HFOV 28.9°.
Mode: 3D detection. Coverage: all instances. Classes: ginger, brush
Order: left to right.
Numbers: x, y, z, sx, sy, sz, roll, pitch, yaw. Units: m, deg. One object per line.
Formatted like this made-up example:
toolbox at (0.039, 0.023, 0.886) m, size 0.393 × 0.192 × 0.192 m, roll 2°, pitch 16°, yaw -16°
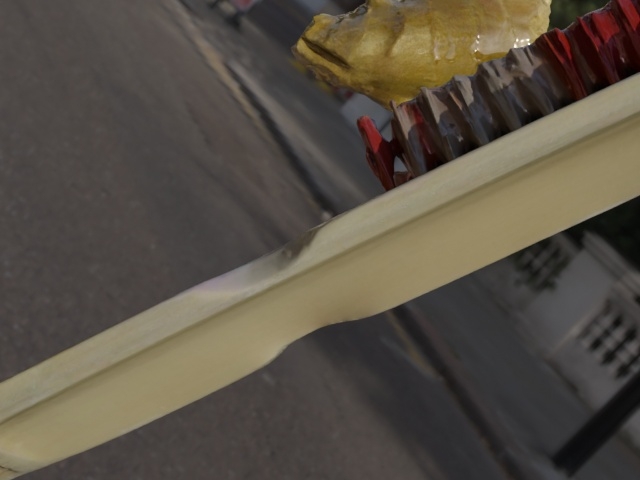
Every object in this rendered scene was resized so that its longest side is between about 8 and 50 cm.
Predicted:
brush at (0.000, 0.000, 0.409) m, size 0.060 × 0.321 × 0.050 m, roll 47°, pitch 19°, yaw -59°
ginger at (0.088, -0.138, 0.876) m, size 0.205 × 0.115 × 0.081 m, roll 15°, pitch 44°, yaw -8°
